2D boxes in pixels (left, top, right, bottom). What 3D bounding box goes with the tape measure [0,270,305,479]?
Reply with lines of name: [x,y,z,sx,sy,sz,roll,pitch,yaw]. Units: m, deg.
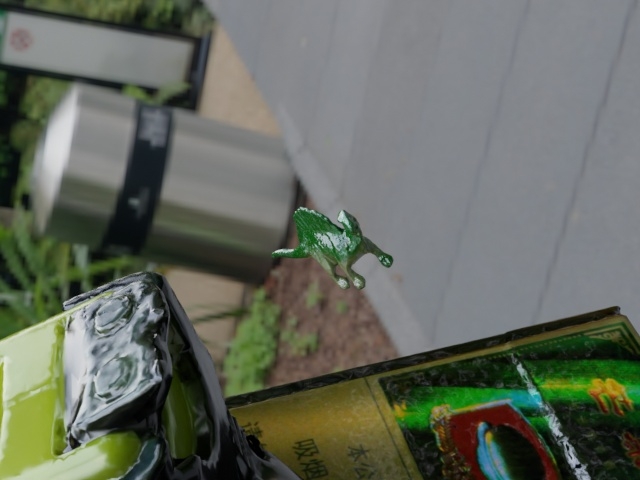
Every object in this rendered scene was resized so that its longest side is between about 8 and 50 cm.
tape measure: [-0.092,0.112,0.506,0.199,0.186,0.112,56,-166,-39]

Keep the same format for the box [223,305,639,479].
box: [0.074,0.129,0.704,0.159,0.240,0.071,-118,21,-49]

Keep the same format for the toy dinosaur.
toy dinosaur: [0.001,0.000,0.915,0.029,0.060,0.119,-49,27,-22]
